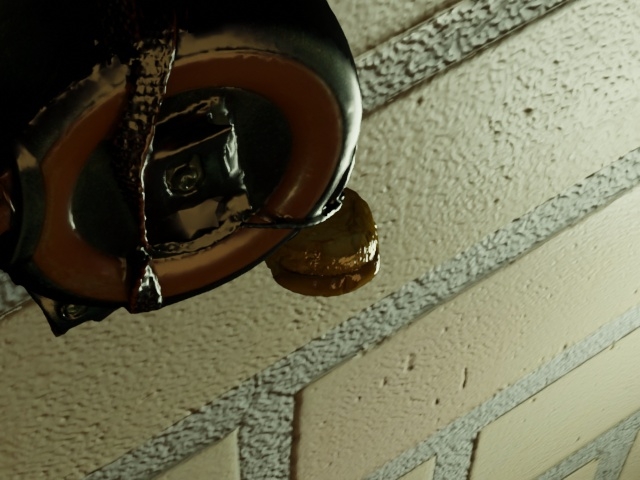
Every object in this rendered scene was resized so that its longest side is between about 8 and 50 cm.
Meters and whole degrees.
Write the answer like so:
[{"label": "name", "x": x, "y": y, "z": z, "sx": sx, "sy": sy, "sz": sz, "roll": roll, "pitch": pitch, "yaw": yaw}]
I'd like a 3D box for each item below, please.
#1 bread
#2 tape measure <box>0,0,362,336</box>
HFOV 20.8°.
[{"label": "bread", "x": 0.000, "y": 0.000, "z": 1.107, "sx": 0.081, "sy": 0.083, "sz": 0.046, "roll": -31, "pitch": 137, "yaw": -31}, {"label": "tape measure", "x": -0.081, "y": -0.055, "z": 0.838, "sx": 0.202, "sy": 0.135, "sz": 0.223, "roll": -26, "pitch": 148, "yaw": -7}]
